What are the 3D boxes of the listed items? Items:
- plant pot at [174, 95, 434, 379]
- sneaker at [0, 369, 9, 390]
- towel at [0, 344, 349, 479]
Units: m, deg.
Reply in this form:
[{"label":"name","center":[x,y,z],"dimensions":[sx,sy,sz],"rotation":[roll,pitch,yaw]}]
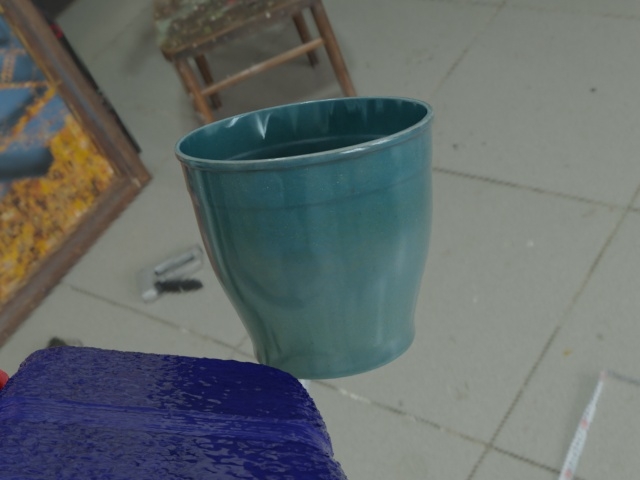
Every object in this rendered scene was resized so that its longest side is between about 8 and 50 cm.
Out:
[{"label":"plant pot","center":[0.000,0.000,1.102],"dimensions":[0.271,0.255,0.272],"rotation":[-8,17,2]},{"label":"sneaker","center":[-0.286,0.065,0.744],"dimensions":[0.094,0.208,0.081],"rotation":[-13,48,-2]},{"label":"towel","center":[-0.102,0.143,0.651],"dimensions":[0.227,0.076,0.308],"rotation":[7,7,-9]}]
